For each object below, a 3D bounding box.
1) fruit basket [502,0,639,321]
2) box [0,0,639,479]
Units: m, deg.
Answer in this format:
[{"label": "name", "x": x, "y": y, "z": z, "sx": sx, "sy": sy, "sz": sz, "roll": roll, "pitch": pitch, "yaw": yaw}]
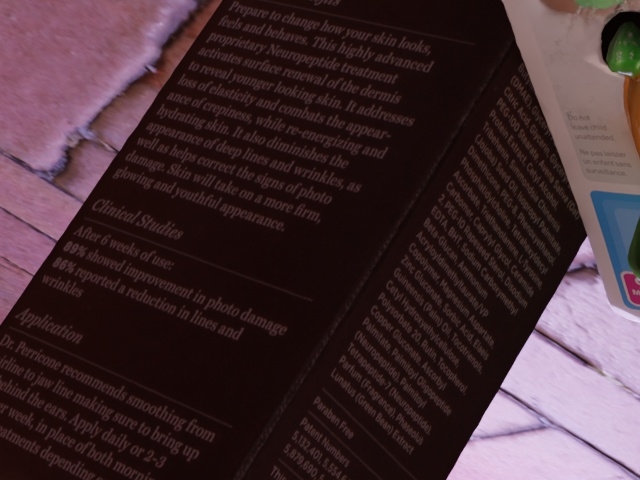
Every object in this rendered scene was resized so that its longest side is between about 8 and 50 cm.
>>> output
[{"label": "fruit basket", "x": 0.227, "y": -0.075, "z": 0.701, "sx": 0.327, "sy": 0.165, "sz": 0.353, "roll": 0, "pitch": 140, "yaw": 28}, {"label": "box", "x": 0.000, "y": 0.000, "z": 0.867, "sx": 0.191, "sy": 0.381, "sz": 0.143, "roll": 19, "pitch": 161, "yaw": 42}]
